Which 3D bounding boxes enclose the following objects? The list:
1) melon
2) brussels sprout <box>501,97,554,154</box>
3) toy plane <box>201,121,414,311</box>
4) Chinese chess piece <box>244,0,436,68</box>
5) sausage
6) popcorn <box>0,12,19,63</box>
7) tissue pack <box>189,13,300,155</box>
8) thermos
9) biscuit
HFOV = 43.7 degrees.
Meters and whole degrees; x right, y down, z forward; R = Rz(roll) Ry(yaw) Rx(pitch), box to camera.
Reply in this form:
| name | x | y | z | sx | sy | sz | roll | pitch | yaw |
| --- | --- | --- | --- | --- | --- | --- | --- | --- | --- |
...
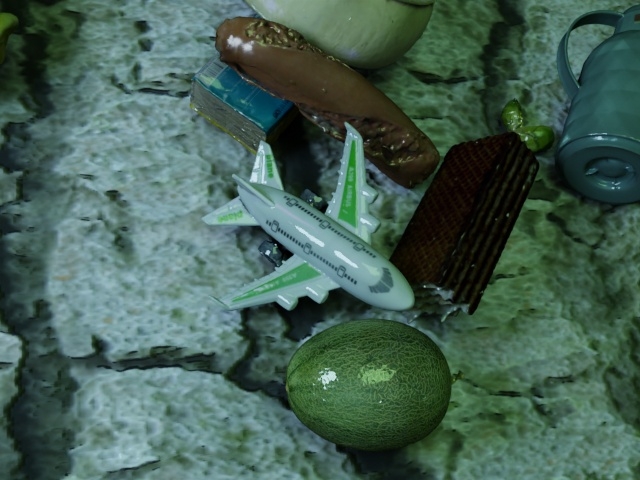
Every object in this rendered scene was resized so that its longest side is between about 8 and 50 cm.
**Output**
| name | x | y | z | sx | sy | sz | roll | pitch | yaw |
| --- | --- | --- | --- | --- | --- | --- | --- | --- | --- |
| melon | 0.060 | 0.151 | 0.845 | 0.192 | 0.139 | 0.139 | -1 | 67 | -10 |
| brussels sprout | 0.275 | -0.151 | 1.081 | 0.051 | 0.046 | 0.083 | -36 | 69 | -20 |
| toy plane | 0.000 | 0.001 | 0.897 | 0.255 | 0.101 | 0.251 | 35 | 83 | 13 |
| Chinese chess piece | 0.017 | -0.336 | 1.005 | 0.270 | 0.112 | 0.270 | 24 | 36 | -19 |
| sausage | 0.022 | -0.161 | 0.936 | 0.327 | 0.087 | 0.079 | 32 | 56 | -28 |
| popcorn | -0.444 | -0.236 | 0.880 | 0.235 | 0.181 | 0.217 | -43 | 88 | -19 |
| tissue pack | -0.068 | -0.202 | 1.001 | 0.120 | 0.082 | 0.169 | 36 | 64 | 3 |
| thermos | 0.401 | -0.202 | 1.075 | 0.182 | 0.145 | 0.286 | 22 | 62 | 0 |
| biscuit | 0.166 | -0.016 | 0.954 | 0.070 | 0.106 | 0.252 | 44 | 62 | -26 |
